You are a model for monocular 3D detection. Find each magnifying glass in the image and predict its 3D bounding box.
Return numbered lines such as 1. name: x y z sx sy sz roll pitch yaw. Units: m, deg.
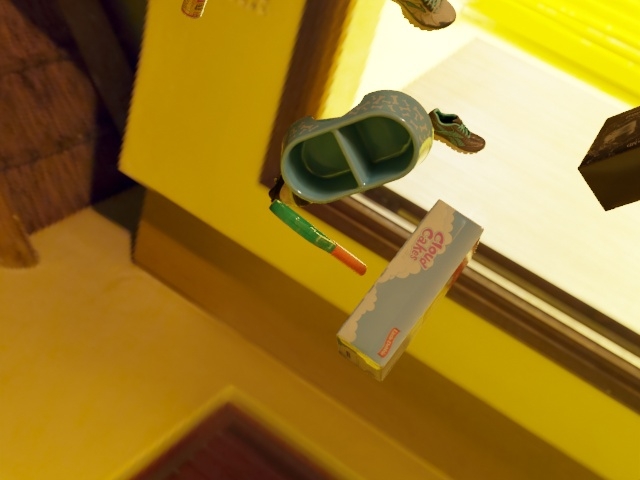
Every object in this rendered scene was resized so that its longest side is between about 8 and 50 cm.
1. magnifying glass: 0.000 0.000 1.617 0.026 0.092 0.231 -52 -47 5

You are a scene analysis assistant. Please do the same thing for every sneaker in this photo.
1. sneaker: 0.312 -0.254 2.303 0.076 0.167 0.065 121 164 -51
2. sneaker: -0.049 -0.143 2.049 0.234 0.097 0.084 -64 -41 -55
3. sneaker: 0.255 -0.634 2.581 0.283 0.122 0.110 24 -105 -30

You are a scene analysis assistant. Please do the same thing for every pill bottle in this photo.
1. pill bottle: -0.245 -0.481 1.969 0.043 0.043 0.083 -41 -13 -40

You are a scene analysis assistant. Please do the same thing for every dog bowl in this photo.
1. dog bowl: 0.057 -0.162 1.813 0.165 0.297 0.074 63 -154 -21

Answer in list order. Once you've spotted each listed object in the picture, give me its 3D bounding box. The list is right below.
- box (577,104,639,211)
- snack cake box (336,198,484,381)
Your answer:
1. box: 0.505 -0.141 1.540 0.156 0.093 0.158 -21 22 45
2. snack cake box: 0.137 0.080 1.539 0.264 0.089 0.152 -52 -13 -12
